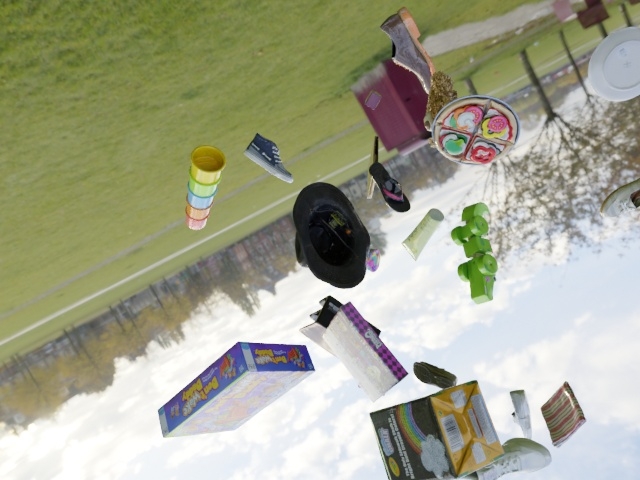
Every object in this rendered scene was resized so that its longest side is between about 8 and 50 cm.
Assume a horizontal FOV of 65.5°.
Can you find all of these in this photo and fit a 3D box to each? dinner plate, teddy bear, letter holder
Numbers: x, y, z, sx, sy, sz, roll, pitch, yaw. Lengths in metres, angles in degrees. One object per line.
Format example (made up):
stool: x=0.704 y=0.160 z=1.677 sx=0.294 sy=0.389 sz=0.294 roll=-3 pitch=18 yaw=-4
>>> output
dinner plate: x=0.608 y=-0.348 z=0.989 sx=0.141 sy=0.141 sz=0.017 roll=-27 pitch=-162 yaw=14
teddy bear: x=0.396 y=-0.443 z=1.676 sx=0.113 sy=0.338 sz=0.245 roll=6 pitch=143 yaw=1
letter holder: x=0.083 y=0.415 z=2.268 sx=0.214 sy=0.301 sz=0.152 roll=-38 pitch=-160 yaw=55

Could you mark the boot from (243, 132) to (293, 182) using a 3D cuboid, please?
boot: x=-0.156 y=-0.274 z=1.648 sx=0.086 sy=0.190 sz=0.069 roll=-56 pitch=-178 yaw=10

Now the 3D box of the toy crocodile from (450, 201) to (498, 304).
toy crocodile: x=0.500 y=0.035 z=1.576 sx=0.105 sy=0.341 sz=0.115 roll=11 pitch=151 yaw=-26

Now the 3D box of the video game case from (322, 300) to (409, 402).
video game case: x=0.108 y=0.297 z=1.305 sx=0.041 sy=0.232 sz=0.210 roll=-30 pitch=160 yaw=-28

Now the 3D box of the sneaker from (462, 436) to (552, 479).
sneaker: x=0.546 y=0.690 z=1.519 sx=0.304 sy=0.114 sz=0.152 roll=-13 pitch=-170 yaw=22

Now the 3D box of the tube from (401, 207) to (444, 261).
tube: x=0.370 y=-0.021 z=1.816 sx=0.240 sy=0.062 sz=0.070 roll=116 pitch=-14 yaw=-51

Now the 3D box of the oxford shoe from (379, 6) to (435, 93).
oxford shoe: x=0.357 y=-0.730 z=1.985 sx=0.132 sy=0.364 sz=0.130 roll=-29 pitch=-152 yaw=11

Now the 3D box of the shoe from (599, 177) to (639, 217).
shoe: x=0.985 y=-0.144 z=1.561 sx=0.219 sy=0.076 sz=0.058 roll=-40 pitch=-163 yaw=17

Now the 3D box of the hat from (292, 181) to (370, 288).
hat: x=0.000 y=0.000 z=1.430 sx=0.133 sy=0.332 sz=0.331 roll=-27 pitch=-176 yaw=37

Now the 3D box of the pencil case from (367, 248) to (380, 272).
pencil case: x=0.124 y=0.070 z=2.026 sx=0.236 sy=0.105 sz=0.104 roll=5 pitch=-158 yaw=30

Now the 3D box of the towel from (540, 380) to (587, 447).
towel: x=0.788 y=0.566 z=1.630 sx=0.144 sy=0.029 sz=0.197 roll=-60 pitch=-177 yaw=24

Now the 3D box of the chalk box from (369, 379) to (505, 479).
chalk box: x=0.252 y=0.470 z=1.203 sx=0.179 sy=0.180 sz=0.289 roll=-3 pitch=157 yaw=-35

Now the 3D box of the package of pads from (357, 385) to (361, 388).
package of pads: x=0.151 y=0.406 z=1.416 sx=0.083 sy=0.050 sz=0.032 roll=16 pitch=-156 yaw=12

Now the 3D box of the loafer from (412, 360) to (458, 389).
loafer: x=0.329 y=0.387 z=1.424 sx=0.050 sy=0.056 sz=0.148 roll=-2 pitch=-165 yaw=-41

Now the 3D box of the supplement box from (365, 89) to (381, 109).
supplement box: x=0.197 y=-0.530 z=1.868 sx=0.055 sy=0.043 sz=0.083 roll=-58 pitch=-173 yaw=22

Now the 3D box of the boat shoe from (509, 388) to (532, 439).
boat shoe: x=0.706 y=0.616 z=1.755 sx=0.063 sy=0.184 sz=0.066 roll=-10 pitch=-170 yaw=26

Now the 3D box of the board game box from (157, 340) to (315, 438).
board game box: x=-0.214 y=0.380 z=1.257 sx=0.347 sy=0.078 sz=0.233 roll=-42 pitch=145 yaw=26

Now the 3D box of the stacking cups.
stacking cups: x=-0.345 y=-0.144 z=1.445 sx=0.096 sy=0.096 sz=0.316 roll=-31 pitch=166 yaw=-32

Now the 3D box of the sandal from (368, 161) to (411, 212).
sandal: x=0.208 y=-0.153 z=1.463 sx=0.067 sy=0.179 sz=0.040 roll=-44 pitch=-167 yaw=-26

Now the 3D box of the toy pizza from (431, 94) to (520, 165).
toy pizza: x=0.363 y=-0.250 z=1.172 sx=0.201 sy=0.201 sz=0.032 roll=-25 pitch=-145 yaw=41

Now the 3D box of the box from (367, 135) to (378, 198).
box: x=0.209 y=-0.290 z=1.992 sx=0.021 sy=0.165 sz=0.201 roll=4 pitch=152 yaw=1
